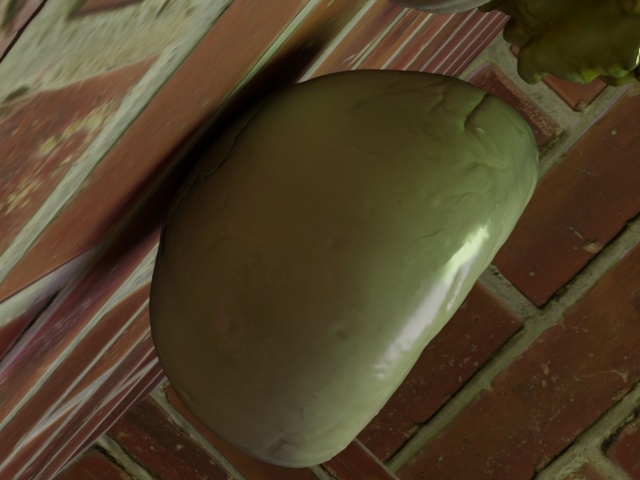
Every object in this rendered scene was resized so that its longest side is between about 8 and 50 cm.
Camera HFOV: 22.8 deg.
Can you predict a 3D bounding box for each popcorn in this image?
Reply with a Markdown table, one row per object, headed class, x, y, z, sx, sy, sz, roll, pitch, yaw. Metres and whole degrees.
| class | x | y | z | sx | sy | sz | roll | pitch | yaw |
| --- | --- | --- | --- | --- | --- | --- | --- | --- | --- |
| popcorn | 0.264 | -0.257 | 1.447 | 0.293 | 0.237 | 0.293 | -49 | 175 | -6 |

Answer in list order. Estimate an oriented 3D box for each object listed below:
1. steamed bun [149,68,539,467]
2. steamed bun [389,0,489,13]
| class | x | y | z | sx | sy | sz | roll | pitch | yaw |
| --- | --- | --- | --- | --- | --- | --- | --- | --- | --- |
| steamed bun | 0.000 | 0.000 | 1.224 | 0.334 | 0.233 | 0.312 | -55 | 174 | 7 |
| steamed bun | 0.103 | -0.212 | 0.949 | 0.183 | 0.106 | 0.183 | -44 | 178 | -2 |
